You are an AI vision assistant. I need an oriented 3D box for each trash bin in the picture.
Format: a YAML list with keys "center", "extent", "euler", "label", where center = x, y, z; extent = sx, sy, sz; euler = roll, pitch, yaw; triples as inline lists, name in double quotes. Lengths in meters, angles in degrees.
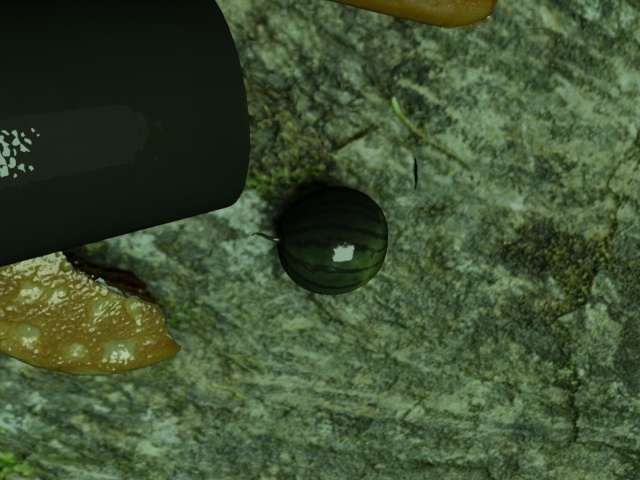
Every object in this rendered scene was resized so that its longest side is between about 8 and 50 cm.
- center: [-0.233, -0.073, 0.556]
  extent: [0.333, 0.214, 0.214]
  euler: [-11, 123, -25]
  label: "trash bin"

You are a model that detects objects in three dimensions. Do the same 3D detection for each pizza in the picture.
- center: [-0.236, 0.058, 0.725]
  extent: [0.246, 0.058, 0.127]
  euler: [17, 112, -30]
  label: "pizza"

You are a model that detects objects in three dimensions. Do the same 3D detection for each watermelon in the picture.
- center: [0.000, 0.000, 0.778]
  extent: [0.133, 0.105, 0.105]
  euler: [0, 119, -11]
  label: "watermelon"

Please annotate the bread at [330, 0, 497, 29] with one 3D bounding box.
- center: [0.026, -0.260, 0.624]
  extent: [0.288, 0.119, 0.153]
  euler: [4, 121, -28]
  label: "bread"
